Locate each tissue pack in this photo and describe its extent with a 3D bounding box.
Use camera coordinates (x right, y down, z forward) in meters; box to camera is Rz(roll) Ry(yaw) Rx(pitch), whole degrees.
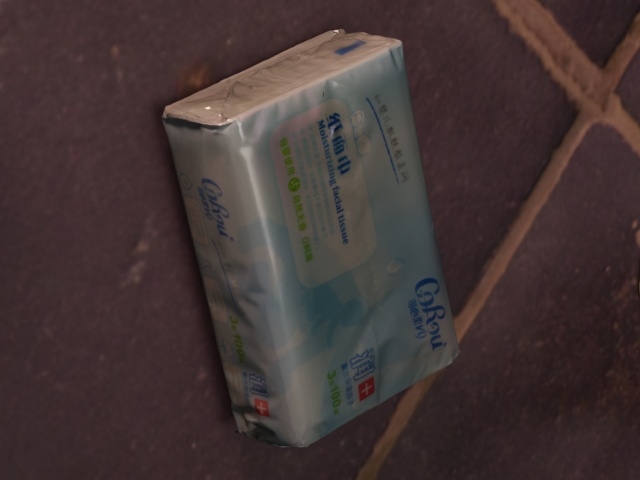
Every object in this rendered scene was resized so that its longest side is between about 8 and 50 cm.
[{"bbox_3d":[0.000,0.000,1.331,0.177,0.089,0.263,-28,120,-32],"label":"tissue pack"}]
